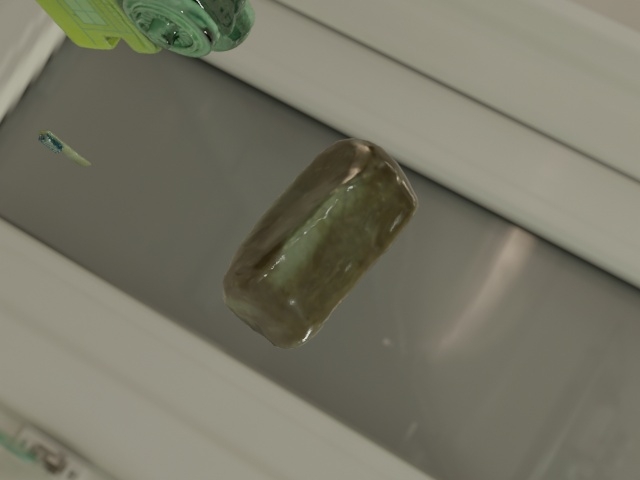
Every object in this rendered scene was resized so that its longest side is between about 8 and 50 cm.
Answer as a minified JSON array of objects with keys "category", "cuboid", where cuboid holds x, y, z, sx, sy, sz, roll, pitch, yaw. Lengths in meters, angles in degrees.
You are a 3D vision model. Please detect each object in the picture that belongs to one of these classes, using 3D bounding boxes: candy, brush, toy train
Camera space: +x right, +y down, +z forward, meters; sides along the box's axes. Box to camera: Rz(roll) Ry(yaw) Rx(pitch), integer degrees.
[{"category":"candy","cuboid":[0.000,0.000,1.669,0.234,0.102,0.104,-48,113,-23]},{"category":"brush","cuboid":[-0.281,-0.098,1.800,0.083,0.016,0.013,40,50,-54]},{"category":"toy train","cuboid":[-0.235,-0.339,1.601,0.442,0.272,0.179,51,57,-49]}]
